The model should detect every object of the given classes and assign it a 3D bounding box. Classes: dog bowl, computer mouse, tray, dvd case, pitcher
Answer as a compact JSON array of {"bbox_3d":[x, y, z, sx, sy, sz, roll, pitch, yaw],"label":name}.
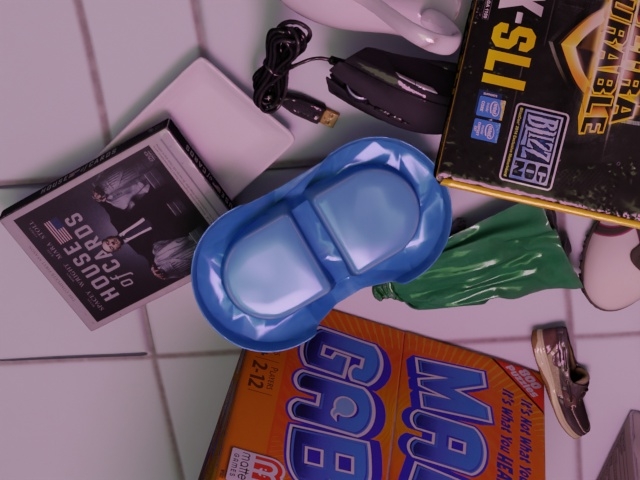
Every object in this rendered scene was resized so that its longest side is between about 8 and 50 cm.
[{"bbox_3d":[0.000,0.000,1.860,0.297,0.074,0.166,-30,99,1],"label":"dog bowl"},{"bbox_3d":[0.051,-0.142,1.792,0.262,0.060,0.184,14,157,-13],"label":"computer mouse"},{"bbox_3d":[-0.166,-0.081,1.910,0.145,0.030,0.270,40,118,-16],"label":"tray"},{"bbox_3d":[-0.216,-0.014,1.923,0.238,0.029,0.179,-27,115,20],"label":"dvd case"},{"bbox_3d":[0.046,-0.255,1.689,0.207,0.178,0.125,24,111,-9],"label":"pitcher"}]

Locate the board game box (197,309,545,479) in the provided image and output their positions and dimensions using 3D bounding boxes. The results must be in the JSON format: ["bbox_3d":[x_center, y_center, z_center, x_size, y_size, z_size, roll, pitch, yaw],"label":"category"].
[{"bbox_3d":[0.031,0.339,1.953,0.356,0.356,0.356,17,122,-3],"label":"board game box"}]

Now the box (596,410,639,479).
[{"bbox_3d":[0.391,0.347,2.037,0.126,0.149,0.232,17,123,-4],"label":"box"}]

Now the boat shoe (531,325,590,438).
[{"bbox_3d":[0.291,0.167,1.992,0.049,0.056,0.152,-15,119,22],"label":"boat shoe"}]

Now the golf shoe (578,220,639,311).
[{"bbox_3d":[0.373,-0.010,1.837,0.105,0.120,0.273,30,122,-14],"label":"golf shoe"}]

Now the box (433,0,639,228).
[{"bbox_3d":[0.269,-0.186,1.687,0.257,0.079,0.322,13,95,1],"label":"box"}]

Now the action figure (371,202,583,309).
[{"bbox_3d":[0.163,0.026,1.917,0.232,0.063,0.137,-17,120,19],"label":"action figure"}]
